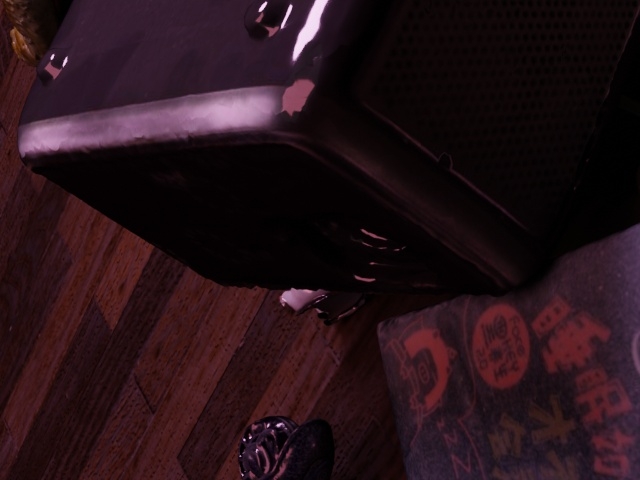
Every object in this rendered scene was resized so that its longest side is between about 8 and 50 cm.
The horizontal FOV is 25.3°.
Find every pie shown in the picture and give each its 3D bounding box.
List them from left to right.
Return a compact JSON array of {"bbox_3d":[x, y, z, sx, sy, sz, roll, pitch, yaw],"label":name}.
[{"bbox_3d":[-0.356,-0.335,1.628,0.302,0.067,0.302,163,90,-84],"label":"pie"}]

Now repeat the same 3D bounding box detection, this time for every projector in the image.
[{"bbox_3d":[0.021,-0.190,0.996,0.395,0.242,0.405,-1,60,55],"label":"projector"}]

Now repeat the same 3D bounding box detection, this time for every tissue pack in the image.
[{"bbox_3d":[0.174,0.121,0.890,0.315,0.103,0.228,-26,73,51],"label":"tissue pack"}]

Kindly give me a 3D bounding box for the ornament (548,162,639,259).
[{"bbox_3d":[0.193,0.005,0.995,0.156,0.075,0.081,-43,52,42],"label":"ornament"}]

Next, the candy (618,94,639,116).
[{"bbox_3d":[0.284,-0.035,0.847,0.287,0.084,0.078,31,117,39],"label":"candy"}]

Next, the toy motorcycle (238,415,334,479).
[{"bbox_3d":[-0.023,0.328,1.204,0.212,0.125,0.358,28,110,41],"label":"toy motorcycle"}]

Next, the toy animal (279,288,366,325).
[{"bbox_3d":[-0.004,0.003,1.244,0.085,0.071,0.124,-43,54,41],"label":"toy animal"}]
